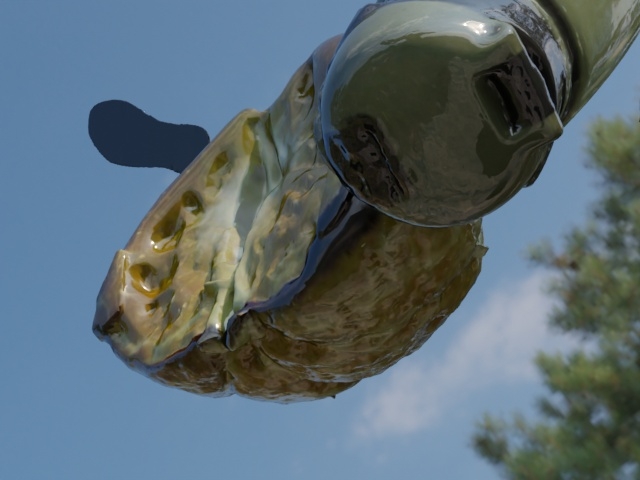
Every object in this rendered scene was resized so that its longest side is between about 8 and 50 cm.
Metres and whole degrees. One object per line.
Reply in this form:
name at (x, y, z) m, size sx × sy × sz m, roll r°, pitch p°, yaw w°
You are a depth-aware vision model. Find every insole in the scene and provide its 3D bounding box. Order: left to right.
insole at (-0.226, -0.130, 1.703) m, size 0.005 × 0.253 × 0.086 m, roll -1°, pitch -76°, yaw -46°

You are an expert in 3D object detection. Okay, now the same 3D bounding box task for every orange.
orange at (0.000, 0.000, 1.064) m, size 0.210 × 0.271 × 0.368 m, roll 27°, pitch -41°, yaw -32°

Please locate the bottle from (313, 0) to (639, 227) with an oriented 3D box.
bottle at (0.115, -0.142, 0.849) m, size 0.347 × 0.168 × 0.168 m, roll -52°, pitch -20°, yaw -45°
